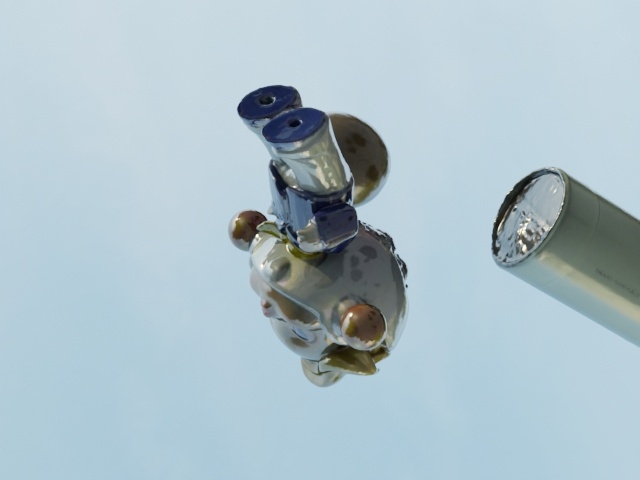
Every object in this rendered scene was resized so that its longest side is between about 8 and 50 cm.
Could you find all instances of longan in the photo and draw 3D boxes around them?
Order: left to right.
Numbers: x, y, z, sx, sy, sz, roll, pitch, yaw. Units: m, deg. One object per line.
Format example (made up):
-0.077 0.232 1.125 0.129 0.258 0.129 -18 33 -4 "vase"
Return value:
0.013 -0.076 1.430 0.113 0.113 0.092 -2 -72 -34 "longan"

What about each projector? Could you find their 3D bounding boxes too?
0.316 0.052 1.426 0.337 0.108 0.108 29 -126 -23 "projector"

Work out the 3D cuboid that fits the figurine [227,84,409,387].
-0.007 -0.007 1.272 0.133 0.194 0.274 -31 -68 -21 "figurine"
